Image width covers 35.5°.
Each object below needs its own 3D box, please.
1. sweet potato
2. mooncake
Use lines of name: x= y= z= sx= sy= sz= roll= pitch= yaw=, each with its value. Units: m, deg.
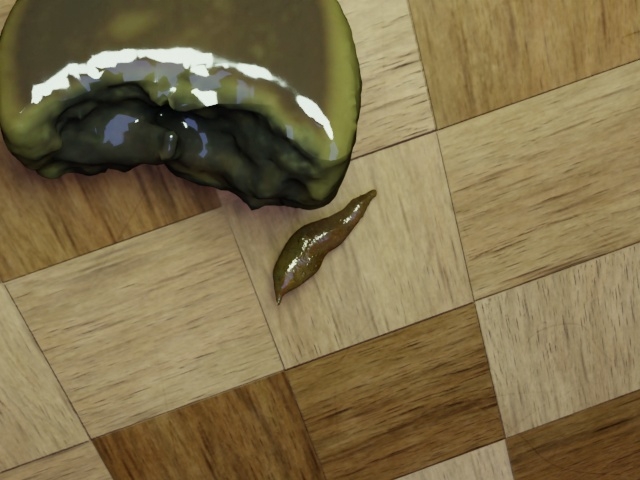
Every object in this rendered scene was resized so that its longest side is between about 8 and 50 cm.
sweet potato: x=-0.005 y=-0.002 z=1.492 sx=0.226 sy=0.068 sz=0.068 roll=-47 pitch=123 yaw=-6
mooncake: x=-0.149 y=-0.166 z=1.171 sx=0.393 sy=0.246 sz=0.394 roll=-43 pitch=90 yaw=-8
